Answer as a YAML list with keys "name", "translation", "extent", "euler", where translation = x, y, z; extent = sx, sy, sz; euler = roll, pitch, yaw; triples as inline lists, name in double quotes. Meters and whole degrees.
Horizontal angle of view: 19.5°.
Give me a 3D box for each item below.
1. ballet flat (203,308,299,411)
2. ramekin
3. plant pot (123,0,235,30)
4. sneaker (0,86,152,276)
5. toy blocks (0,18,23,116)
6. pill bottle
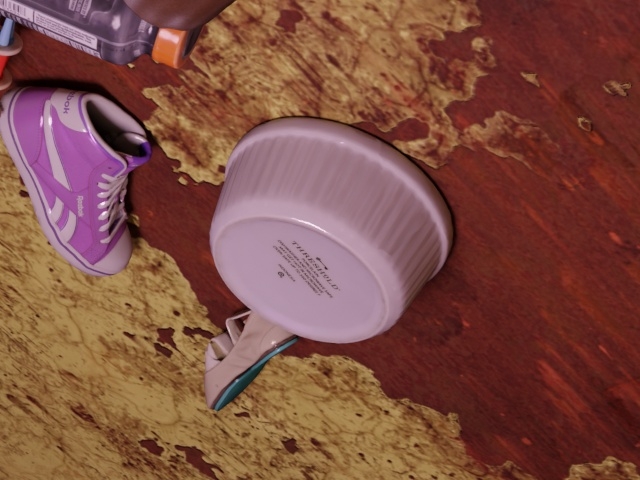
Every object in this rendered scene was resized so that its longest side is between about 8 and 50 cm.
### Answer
- name: "ballet flat"
  translation: [-0.100, 0.138, 2.377]
  extent: [0.086, 0.086, 0.248]
  euler: [34, 143, -9]
- name: "ramekin"
  translation: [0.000, 0.000, 2.079]
  extent: [0.272, 0.127, 0.273]
  euler: [18, 144, 14]
- name: "plant pot"
  translation: [-0.118, -0.288, 1.775]
  extent: [0.167, 0.167, 0.165]
  euler: [36, 152, -12]
- name: "sneaker"
  translation: [-0.256, -0.061, 2.196]
  extent: [0.161, 0.102, 0.282]
  euler: [0, 137, 28]
- name: "toy blocks"
  translation: [-0.389, -0.224, 2.102]
  extent: [0.123, 0.054, 0.148]
  euler: [43, 129, 25]
- name: "pill bottle"
  translation: [-0.237, -0.261, 1.901]
  extent: [0.245, 0.130, 0.130]
  euler: [23, 145, 4]
